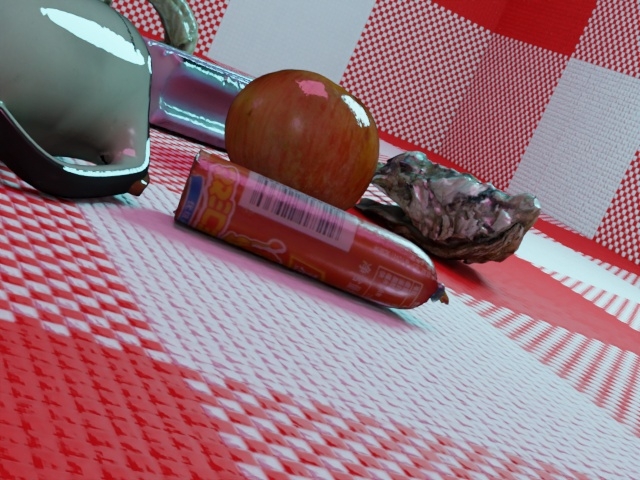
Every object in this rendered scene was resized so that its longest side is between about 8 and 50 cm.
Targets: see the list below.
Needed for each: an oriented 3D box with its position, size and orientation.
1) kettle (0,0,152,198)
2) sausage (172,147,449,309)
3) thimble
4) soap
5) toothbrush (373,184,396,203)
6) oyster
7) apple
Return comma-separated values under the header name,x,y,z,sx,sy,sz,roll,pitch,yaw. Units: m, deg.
name,x,y,z,sx,sy,sz,roll,pitch,yaw
kettle,-0.255,-0.134,0.930,0.240,0.165,0.255,60,18,18
sausage,0.000,0.000,1.014,0.274,0.074,0.074,22,10,-9
thimble,-0.339,-0.397,1.973,0.229,0.196,0.148,19,9,-22
soap,-0.151,-0.205,1.654,0.324,0.109,0.193,15,14,-42
toothbrush,0.069,-0.116,1.968,0.040,0.040,0.386,18,15,-35
oyster,0.181,-0.045,1.542,0.162,0.158,0.351,-22,20,-28
apple,-0.022,-0.131,1.401,0.209,0.164,0.209,24,7,-3
